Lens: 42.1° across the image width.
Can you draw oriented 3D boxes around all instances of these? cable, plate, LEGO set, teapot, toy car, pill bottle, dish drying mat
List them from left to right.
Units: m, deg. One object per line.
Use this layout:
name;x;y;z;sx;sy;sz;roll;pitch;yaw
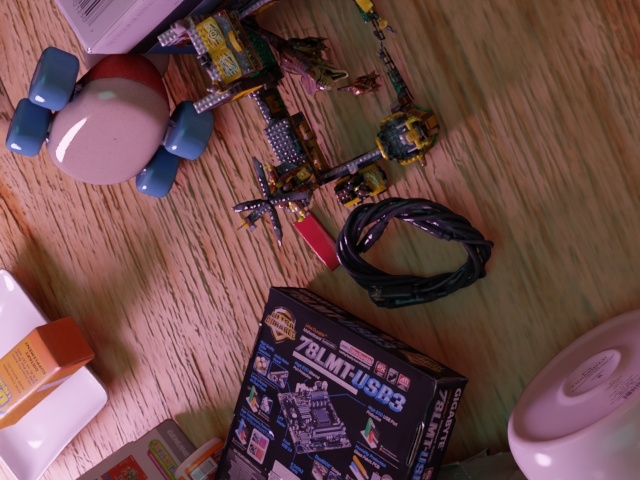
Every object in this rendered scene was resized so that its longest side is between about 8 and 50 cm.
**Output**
plate;-0.486;0.225;1.360;0.278;0.045;0.277;47;117;10
toy car;-0.272;-0.215;1.116;0.210;0.219;0.237;-40;41;46
pill bottle;-0.132;0.365;1.190;0.152;0.086;0.086;48;116;11
LEGO set;-0.024;-0.175;0.944;0.255;0.192;0.331;-15;102;24
dish drying mat;0.000;0.000;1.097;0.032;0.008;0.083;-44;79;25
cable;0.114;0.010;0.993;0.185;0.047;0.150;-12;118;26
teapot;0.333;0.198;0.837;0.187;0.252;0.256;48;130;-4

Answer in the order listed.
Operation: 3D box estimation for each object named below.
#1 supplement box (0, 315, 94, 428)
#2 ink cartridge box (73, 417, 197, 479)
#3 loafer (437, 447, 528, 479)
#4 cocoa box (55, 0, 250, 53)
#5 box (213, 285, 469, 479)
supplement box;-0.453;0.211;1.272;0.233;0.080;0.078;-39;80;29
ink cartridge box;-0.250;0.467;1.219;0.309;0.272;0.130;52;148;9
loafer;0.191;0.313;1.021;0.269;0.092;0.102;-17;112;44
cocoa box;-0.223;-0.427;0.995;0.231;0.228;0.347;-36;84;28
box;0.011;0.242;1.031;0.296;0.073;0.293;24;102;42
